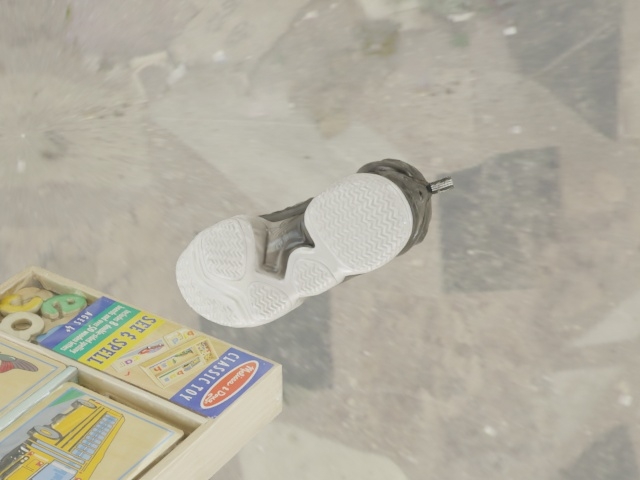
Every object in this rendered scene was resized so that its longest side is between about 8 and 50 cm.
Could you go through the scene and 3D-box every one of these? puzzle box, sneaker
[{"bbox_3d":[-0.251,0.169,1.248,0.272,0.409,0.052,20,127,27],"label":"puzzle box"},{"bbox_3d":[0.000,0.000,1.523,0.268,0.153,0.101,-21,92,36],"label":"sneaker"}]
